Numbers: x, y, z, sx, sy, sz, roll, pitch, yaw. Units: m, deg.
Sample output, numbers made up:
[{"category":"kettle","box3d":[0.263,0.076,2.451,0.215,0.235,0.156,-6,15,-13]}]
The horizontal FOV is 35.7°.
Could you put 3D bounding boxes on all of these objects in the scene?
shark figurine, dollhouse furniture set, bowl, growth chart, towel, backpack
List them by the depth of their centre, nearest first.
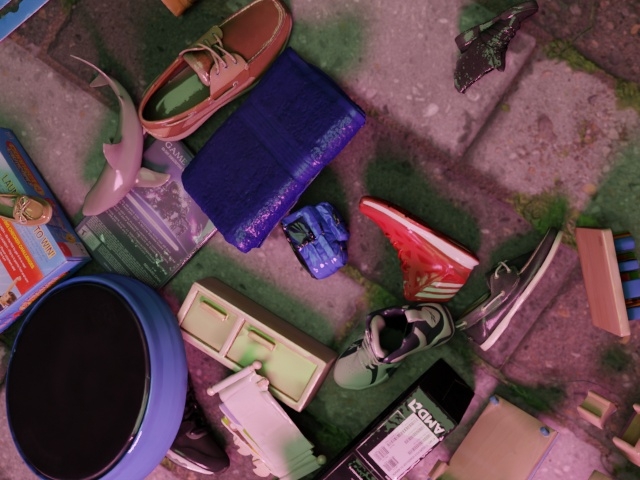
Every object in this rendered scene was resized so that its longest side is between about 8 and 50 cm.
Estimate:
[{"category":"dollhouse furniture set","box3d":[0.377,0.368,1.615,0.303,0.198,0.286,27,78,42]},{"category":"towel","box3d":[-0.079,-0.148,1.653,0.308,0.076,0.227,-47,52,8]},{"category":"backpack","box3d":[0.000,0.000,1.668,0.101,0.098,0.120,-28,86,13]},{"category":"growth chart","box3d":[-0.098,0.323,1.707,0.172,0.021,0.237,-27,103,39]},{"category":"shark figurine","box3d":[-0.358,-0.184,1.726,0.166,0.116,0.278,-1,90,20]},{"category":"bowl","box3d":[-0.403,0.247,1.730,0.391,0.077,0.391,-8,76,33]}]

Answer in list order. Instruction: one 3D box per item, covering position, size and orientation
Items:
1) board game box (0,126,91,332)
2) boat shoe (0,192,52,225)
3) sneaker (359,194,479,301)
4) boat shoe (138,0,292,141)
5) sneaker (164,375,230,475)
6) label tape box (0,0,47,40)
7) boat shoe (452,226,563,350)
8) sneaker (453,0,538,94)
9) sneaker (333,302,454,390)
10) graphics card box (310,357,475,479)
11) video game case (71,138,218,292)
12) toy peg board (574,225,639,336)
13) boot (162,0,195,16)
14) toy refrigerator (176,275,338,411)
[{"category":"board game box","box3d":[-0.625,-0.001,1.828,0.302,0.086,0.308,-36,79,15]},{"category":"boat shoe","box3d":[-0.539,-0.058,1.727,0.153,0.048,0.056,14,94,18]},{"category":"sneaker","box3d":[0.138,0.025,1.640,0.221,0.087,0.128,32,101,12]},{"category":"boat shoe","box3d":[-0.179,-0.289,1.675,0.324,0.116,0.123,-45,83,7]},{"category":"sneaker","box3d":[-0.262,0.297,1.763,0.283,0.107,0.124,36,97,10]},{"category":"label tape box","box3d":[-0.653,-0.541,1.793,0.249,0.115,0.347,-35,84,15]},{"category":"boat shoe","box3d":[0.305,0.067,1.598,0.079,0.084,0.233,38,106,9]},{"category":"sneaker","box3d":[0.282,-0.310,1.593,0.170,0.051,0.089,-24,88,20]},{"category":"sneaker","box3d":[0.089,0.170,1.610,0.235,0.153,0.094,-27,66,27]},{"category":"graphics card box","box3d":[0.080,0.360,1.606,0.094,0.233,0.371,45,103,9]},{"category":"video game case","box3d":[-0.297,-0.039,1.783,0.274,0.026,0.196,-45,83,13]},{"category":"toy peg board","box3d":[0.461,0.052,1.524,0.079,0.160,0.161,-12,92,0]},{"category":"boot","box3d":[-0.199,-0.439,1.699,0.152,0.073,0.197,-46,68,14]},{"category":"toy refrigerator","box3d":[-0.115,0.176,1.716,0.269,0.094,0.102,31,102,11]}]
